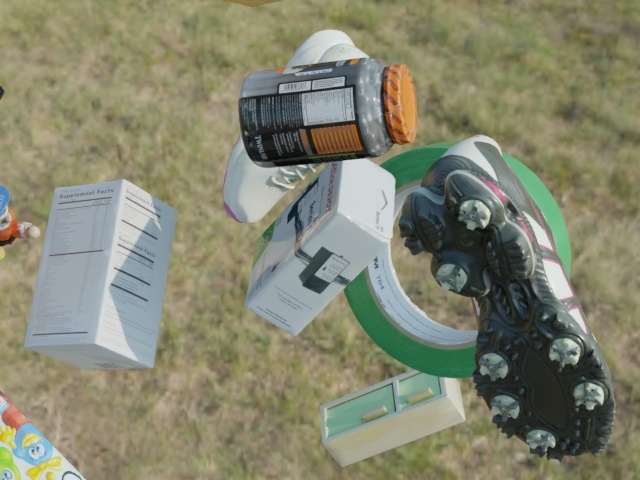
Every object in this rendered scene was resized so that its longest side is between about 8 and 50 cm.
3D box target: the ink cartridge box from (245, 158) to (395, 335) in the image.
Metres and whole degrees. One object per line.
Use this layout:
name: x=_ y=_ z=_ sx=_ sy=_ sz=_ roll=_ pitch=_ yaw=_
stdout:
ink cartridge box: x=0.000 y=0.000 z=1.540 sx=0.087 sy=0.208 sz=0.153 roll=33 pitch=33 yaw=-19

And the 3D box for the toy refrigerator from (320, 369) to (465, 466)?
toy refrigerator: x=0.136 y=0.334 z=2.292 sx=0.270 sy=0.094 sz=0.102 roll=-23 pitch=38 yaw=17

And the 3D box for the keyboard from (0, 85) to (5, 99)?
keyboard: x=-0.530 y=-0.194 z=1.576 sx=0.192 sy=0.038 sz=0.100 roll=16 pitch=41 yaw=-1

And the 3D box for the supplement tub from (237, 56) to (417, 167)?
supplement tub: x=0.010 y=-0.148 z=1.362 sx=0.190 sy=0.117 sz=0.117 roll=-4 pitch=34 yaw=16

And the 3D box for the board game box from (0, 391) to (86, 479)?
board game box: x=-0.472 y=0.384 z=1.793 sx=0.144 sy=0.275 sz=0.142 roll=-28 pitch=18 yaw=41

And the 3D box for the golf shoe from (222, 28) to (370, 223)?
golf shoe: x=-0.026 y=-0.139 z=1.631 sx=0.140 sy=0.306 sz=0.115 roll=42 pitch=18 yaw=33

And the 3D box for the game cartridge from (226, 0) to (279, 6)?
game cartridge: x=-0.140 y=-0.298 z=1.177 sx=0.285 sy=0.052 sz=0.324 roll=8 pitch=1 yaw=-23

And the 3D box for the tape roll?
tape roll: x=0.180 y=0.026 z=1.622 sx=0.321 sy=0.321 sz=0.077 roll=19 pitch=21 yaw=25

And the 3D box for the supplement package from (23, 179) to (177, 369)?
supplement package: x=-0.313 y=0.052 z=1.700 sx=0.139 sy=0.134 sz=0.244 roll=-4 pitch=68 yaw=30

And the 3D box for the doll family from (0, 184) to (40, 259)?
doll family: x=-0.416 y=-0.001 z=1.161 sx=0.263 sy=0.163 sz=0.118 roll=14 pitch=75 yaw=-5

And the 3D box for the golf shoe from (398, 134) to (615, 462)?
golf shoe: x=0.162 y=0.045 z=0.904 sx=0.105 sy=0.273 sz=0.120 roll=-13 pitch=25 yaw=30
